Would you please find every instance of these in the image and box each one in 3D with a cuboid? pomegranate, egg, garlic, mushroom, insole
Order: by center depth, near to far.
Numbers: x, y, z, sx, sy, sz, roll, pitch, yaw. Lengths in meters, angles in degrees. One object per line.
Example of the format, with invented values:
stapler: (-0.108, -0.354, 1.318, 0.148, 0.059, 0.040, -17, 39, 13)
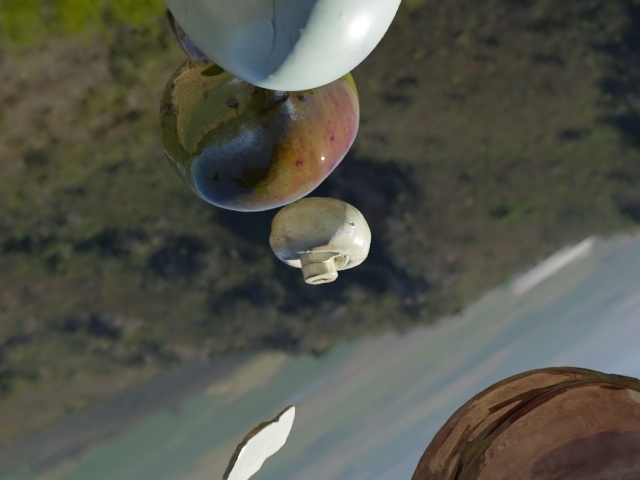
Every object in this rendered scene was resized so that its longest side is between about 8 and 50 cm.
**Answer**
garlic: (0.104, 0.172, 0.815, 0.161, 0.245, 0.245, -18, 171, 2)
egg: (-0.027, -0.208, 1.315, 0.183, 0.264, 0.183, -5, 134, -6)
mushroom: (0.000, 0.000, 1.594, 0.084, 0.067, 0.083, -3, 162, -1)
insole: (-0.052, 0.178, 1.678, 0.063, 0.010, 0.192, -63, 170, 11)
pomegranate: (-0.067, -0.130, 1.704, 0.180, 0.209, 0.180, -25, -161, 10)
